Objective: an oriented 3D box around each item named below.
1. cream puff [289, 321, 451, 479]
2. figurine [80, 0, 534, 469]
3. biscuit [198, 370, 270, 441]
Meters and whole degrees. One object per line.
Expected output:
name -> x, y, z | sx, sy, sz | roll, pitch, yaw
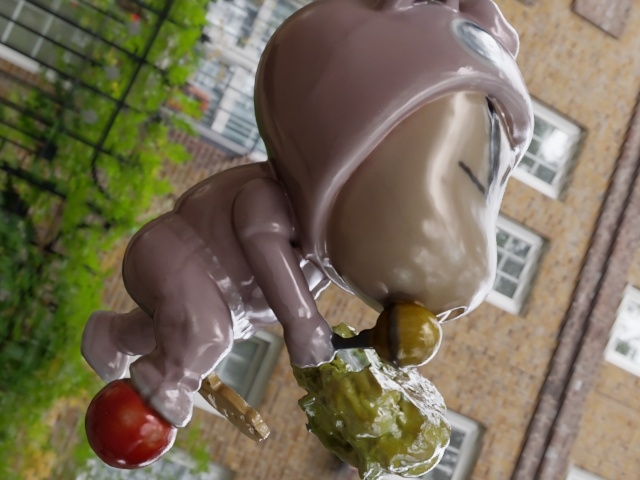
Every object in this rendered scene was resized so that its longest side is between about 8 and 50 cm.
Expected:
cream puff -> 0.064, 0.265, 1.705 | 0.185, 0.281, 0.282 | -51, -157, 15
figurine -> 0.000, 0.000, 0.558 | 0.287, 0.186, 0.176 | -40, 157, -4
biscuit -> -0.143, 0.225, 1.557 | 0.027, 0.184, 0.133 | -43, 165, -20
